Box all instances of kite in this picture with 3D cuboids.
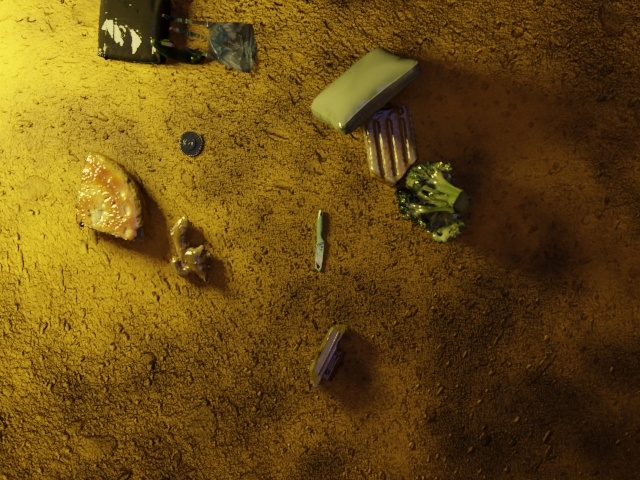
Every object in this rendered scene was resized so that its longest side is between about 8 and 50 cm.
[{"bbox_3d":[-0.347,-0.627,1.866,0.310,0.015,0.169,-2,87,-26],"label":"kite"}]

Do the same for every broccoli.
[{"bbox_3d":[0.366,-0.117,1.843,0.247,0.243,0.262,2,96,-21],"label":"broccoli"}]

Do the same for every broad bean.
[{"bbox_3d":[-0.454,-0.599,1.869,0.195,0.061,0.046,3,52,-37],"label":"broad bean"}]

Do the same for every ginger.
[{"bbox_3d":[-0.414,0.031,1.896,0.133,0.059,0.214,0,88,5],"label":"ginger"}]

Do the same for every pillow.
[{"bbox_3d":[0.136,-0.475,1.852,0.322,0.255,0.119,-40,127,-4],"label":"pillow"}]

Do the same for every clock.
[{"bbox_3d":[-0.425,-0.316,1.919,0.074,0.010,0.083,9,89,-3],"label":"clock"}]

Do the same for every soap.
[{"bbox_3d":[0.229,-0.303,1.920,0.161,0.080,0.257,-8,90,0],"label":"soap"}]

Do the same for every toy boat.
[{"bbox_3d":[0.033,0.375,1.914,0.088,0.068,0.225,29,85,-8],"label":"toy boat"}]

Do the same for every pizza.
[{"bbox_3d":[-0.678,-0.121,1.867,0.226,0.086,0.335,-32,90,2],"label":"pizza"}]

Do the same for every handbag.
[{"bbox_3d":[-0.599,-0.695,1.878,0.223,0.080,0.246,5,89,-3],"label":"handbag"}]

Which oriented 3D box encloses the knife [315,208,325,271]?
[{"bbox_3d":[0.000,0.000,1.939,0.030,0.014,0.207,4,91,-3],"label":"knife"}]
